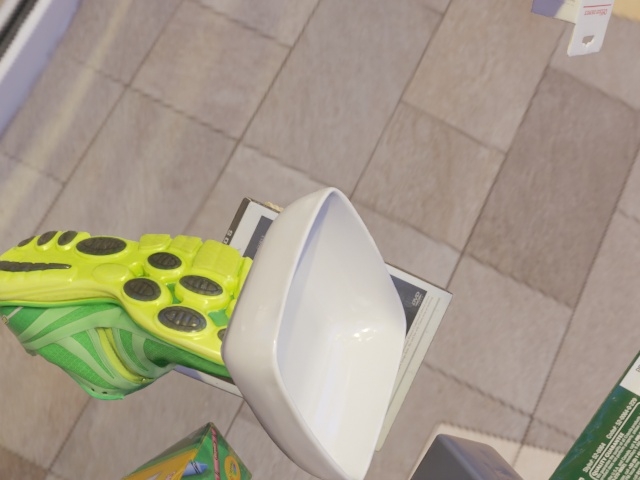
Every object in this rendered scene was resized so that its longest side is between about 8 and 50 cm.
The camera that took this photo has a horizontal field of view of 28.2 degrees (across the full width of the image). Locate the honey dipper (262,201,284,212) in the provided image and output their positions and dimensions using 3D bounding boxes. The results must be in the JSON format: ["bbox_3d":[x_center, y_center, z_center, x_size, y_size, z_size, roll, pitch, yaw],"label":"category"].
[{"bbox_3d":[0.000,0.000,1.333,0.161,0.030,0.030,24,59,-37],"label":"honey dipper"}]

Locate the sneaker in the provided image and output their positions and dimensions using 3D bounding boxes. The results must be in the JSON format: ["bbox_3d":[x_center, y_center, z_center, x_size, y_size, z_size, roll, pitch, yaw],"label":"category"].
[{"bbox_3d":[-0.142,0.065,1.024,0.296,0.123,0.109,9,40,35],"label":"sneaker"}]

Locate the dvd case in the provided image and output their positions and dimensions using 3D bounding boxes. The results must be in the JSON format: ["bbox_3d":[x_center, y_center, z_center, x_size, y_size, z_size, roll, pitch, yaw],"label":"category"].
[{"bbox_3d":[-0.007,0.085,1.244,0.239,0.029,0.179,25,91,-22],"label":"dvd case"}]

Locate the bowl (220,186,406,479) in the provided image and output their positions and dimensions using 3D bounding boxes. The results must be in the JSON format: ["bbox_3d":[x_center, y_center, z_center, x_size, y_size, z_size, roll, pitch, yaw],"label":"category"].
[{"bbox_3d":[-0.007,0.057,0.742,0.053,0.142,0.142,-4,47,26],"label":"bowl"}]

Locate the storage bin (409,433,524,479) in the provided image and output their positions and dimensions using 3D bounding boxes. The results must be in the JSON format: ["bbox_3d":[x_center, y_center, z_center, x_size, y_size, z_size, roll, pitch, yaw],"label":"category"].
[{"bbox_3d":[0.106,0.207,0.938,0.098,0.135,0.091,17,103,-27],"label":"storage bin"}]

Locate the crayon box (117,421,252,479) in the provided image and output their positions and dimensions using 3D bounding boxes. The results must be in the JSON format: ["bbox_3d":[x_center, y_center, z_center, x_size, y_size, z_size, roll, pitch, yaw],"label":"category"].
[{"bbox_3d":[-0.176,0.301,1.247,0.165,0.278,0.081,-34,98,15],"label":"crayon box"}]

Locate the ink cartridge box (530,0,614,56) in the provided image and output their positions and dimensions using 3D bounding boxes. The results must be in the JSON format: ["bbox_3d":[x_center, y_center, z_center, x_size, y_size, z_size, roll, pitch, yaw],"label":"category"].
[{"bbox_3d":[0.297,-0.306,1.448,0.060,0.180,0.104,23,22,29],"label":"ink cartridge box"}]

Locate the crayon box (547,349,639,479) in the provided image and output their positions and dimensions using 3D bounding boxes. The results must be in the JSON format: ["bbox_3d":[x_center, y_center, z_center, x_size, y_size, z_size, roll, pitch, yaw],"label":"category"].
[{"bbox_3d":[0.291,0.278,1.180,0.106,0.313,0.363,29,70,32],"label":"crayon box"}]
